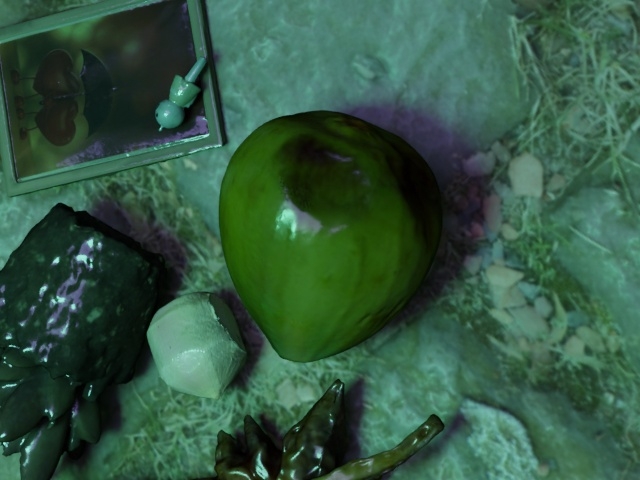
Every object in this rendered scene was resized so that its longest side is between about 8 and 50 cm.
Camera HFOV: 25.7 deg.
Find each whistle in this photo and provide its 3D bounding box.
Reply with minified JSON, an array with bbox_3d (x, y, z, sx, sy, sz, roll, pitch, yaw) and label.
[{"bbox_3d":[-0.162,-0.171,1.637,0.035,0.035,0.100,33,94,17],"label":"whistle"}]

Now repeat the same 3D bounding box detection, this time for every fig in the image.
[{"bbox_3d":[0.000,0.000,1.496,0.239,0.239,0.271,24,105,18],"label":"fig"}]

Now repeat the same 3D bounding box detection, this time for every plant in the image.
[{"bbox_3d":[-0.310,0.128,1.616,0.181,0.194,0.321,32,92,29],"label":"plant"}]

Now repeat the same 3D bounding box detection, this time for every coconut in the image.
[{"bbox_3d":[-0.135,0.124,1.591,0.110,0.110,0.124,-29,71,13],"label":"coconut"}]

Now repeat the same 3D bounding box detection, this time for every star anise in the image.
[{"bbox_3d":[-0.033,0.301,1.544,0.349,0.109,0.292,-2,94,18],"label":"star anise"}]

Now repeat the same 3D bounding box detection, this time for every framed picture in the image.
[{"bbox_3d":[-0.264,-0.183,1.698,0.289,0.020,0.211,-11,83,16],"label":"framed picture"}]
